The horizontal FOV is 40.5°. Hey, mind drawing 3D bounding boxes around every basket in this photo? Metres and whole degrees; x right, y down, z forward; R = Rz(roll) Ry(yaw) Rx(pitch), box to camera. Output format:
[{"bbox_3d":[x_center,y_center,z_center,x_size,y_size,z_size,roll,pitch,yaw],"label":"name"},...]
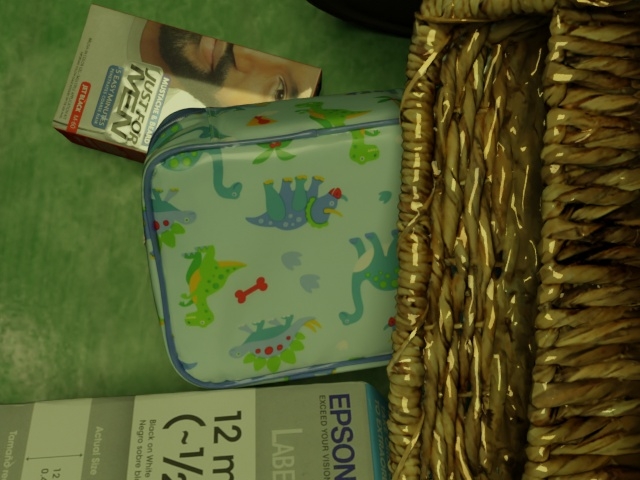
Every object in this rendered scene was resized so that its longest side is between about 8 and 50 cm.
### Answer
[{"bbox_3d":[0.173,0.022,0.414,0.223,0.213,0.299,3,93,-19],"label":"basket"}]

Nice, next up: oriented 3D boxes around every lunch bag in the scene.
[{"bbox_3d":[0.000,0.000,0.547,0.219,0.090,0.176,-9,113,-7],"label":"lunch bag"}]

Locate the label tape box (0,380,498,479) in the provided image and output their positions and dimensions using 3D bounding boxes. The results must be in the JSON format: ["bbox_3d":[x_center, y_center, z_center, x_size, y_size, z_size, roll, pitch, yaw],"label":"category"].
[{"bbox_3d":[-0.024,0.213,0.493,0.348,0.115,0.249,-5,53,2],"label":"label tape box"}]

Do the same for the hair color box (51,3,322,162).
[{"bbox_3d":[-0.091,-0.095,0.611,0.167,0.053,0.093,16,84,1],"label":"hair color box"}]

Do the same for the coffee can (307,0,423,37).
[{"bbox_3d":[0.103,-0.278,0.537,0.202,0.201,0.275,7,92,1],"label":"coffee can"}]
